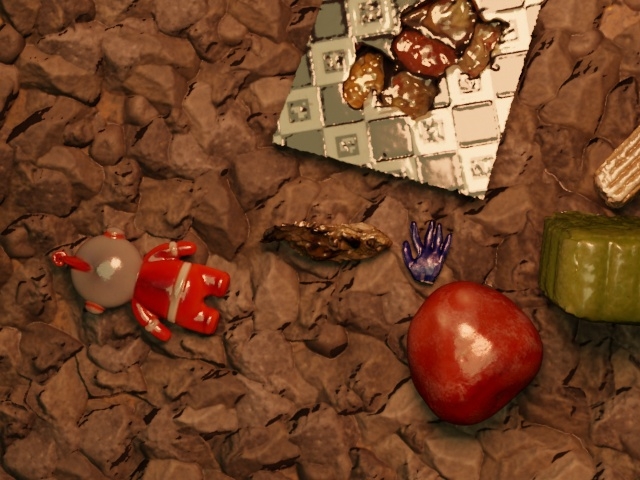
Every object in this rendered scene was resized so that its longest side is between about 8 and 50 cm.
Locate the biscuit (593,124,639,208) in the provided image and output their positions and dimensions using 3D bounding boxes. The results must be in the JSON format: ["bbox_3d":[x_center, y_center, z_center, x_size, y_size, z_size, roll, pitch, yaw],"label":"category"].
[{"bbox_3d":[0.448,-0.139,1.654,0.239,0.108,0.062,-45,78,6],"label":"biscuit"}]

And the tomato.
[{"bbox_3d":[0.190,0.145,1.667,0.187,0.151,0.187,0,91,13],"label":"tomato"}]

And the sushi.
[{"bbox_3d":[0.120,-0.224,1.725,0.294,0.059,0.292,19,91,8],"label":"sushi"}]

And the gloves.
[{"bbox_3d":[0.141,0.013,1.735,0.064,0.026,0.086,16,92,10],"label":"gloves"}]

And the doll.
[{"bbox_3d":[-0.251,0.056,1.766,0.245,0.076,0.142,15,90,4],"label":"doll"}]

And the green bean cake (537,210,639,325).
[{"bbox_3d":[0.401,0.032,1.604,0.248,0.222,0.125,6,97,2],"label":"green bean cake"}]

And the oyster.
[{"bbox_3d":[0.008,-0.001,1.720,0.177,0.105,0.056,1,76,-14],"label":"oyster"}]
